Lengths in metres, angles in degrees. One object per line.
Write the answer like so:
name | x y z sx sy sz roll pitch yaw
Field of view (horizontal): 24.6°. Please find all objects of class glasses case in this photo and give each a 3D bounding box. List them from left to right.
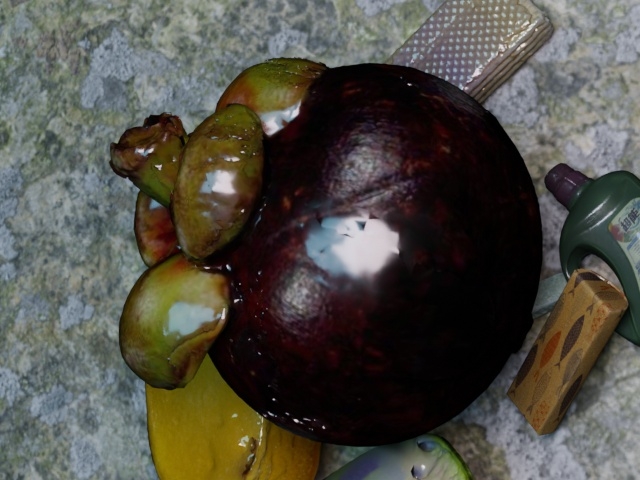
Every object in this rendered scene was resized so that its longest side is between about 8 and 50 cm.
glasses case | 0.250 0.113 1.477 0.065 0.041 0.170 53 133 39

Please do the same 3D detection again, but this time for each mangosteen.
mangosteen | 0.016 0.013 1.416 0.381 0.421 0.381 -11 77 52

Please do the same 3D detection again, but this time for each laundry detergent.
laundry detergent | 0.306 0.007 1.481 0.221 0.078 0.144 40 99 26

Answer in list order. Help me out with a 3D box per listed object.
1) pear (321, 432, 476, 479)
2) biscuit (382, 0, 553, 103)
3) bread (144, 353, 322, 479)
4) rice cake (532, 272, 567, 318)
pear | 0.063 0.397 1.444 0.399 0.399 0.165 -41 109 16
biscuit | 0.139 -0.191 1.614 0.239 0.062 0.108 -44 63 14
bread | -0.093 0.180 1.626 0.195 0.142 0.270 -20 70 35
rice cake | 0.200 0.075 1.554 0.170 0.029 0.033 -23 65 22
